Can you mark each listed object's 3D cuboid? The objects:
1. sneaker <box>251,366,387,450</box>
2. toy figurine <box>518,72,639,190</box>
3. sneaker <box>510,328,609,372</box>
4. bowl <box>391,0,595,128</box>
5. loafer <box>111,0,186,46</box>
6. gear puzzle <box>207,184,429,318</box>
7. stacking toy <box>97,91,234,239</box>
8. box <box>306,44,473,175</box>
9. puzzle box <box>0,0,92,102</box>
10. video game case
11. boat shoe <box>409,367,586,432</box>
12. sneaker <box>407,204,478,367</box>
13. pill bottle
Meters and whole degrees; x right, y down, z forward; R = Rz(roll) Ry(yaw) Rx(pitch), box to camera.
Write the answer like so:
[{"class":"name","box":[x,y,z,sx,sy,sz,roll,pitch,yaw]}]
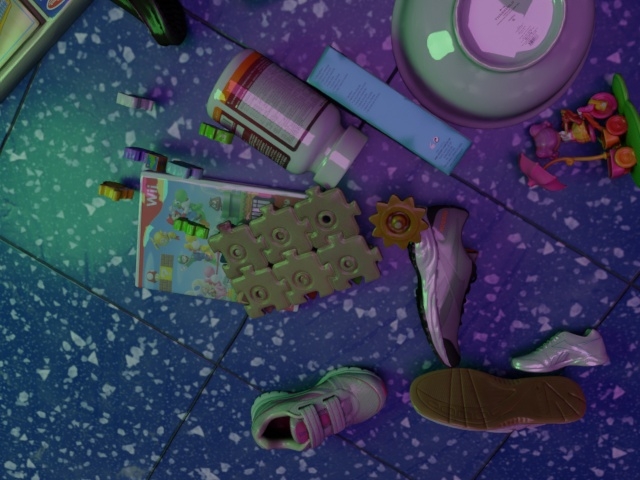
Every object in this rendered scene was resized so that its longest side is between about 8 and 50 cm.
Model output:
[{"class":"sneaker","box":[-0.006,0.298,0.971,0.253,0.111,0.102,-22,100,10]},{"class":"toy figurine","box":[0.369,-0.141,0.838,0.159,0.130,0.173,-12,80,18]},{"class":"sneaker","box":[0.386,0.180,0.939,0.152,0.054,0.061,-11,86,6]},{"class":"bowl","box":[0.245,-0.301,0.790,0.298,0.134,0.297,2,104,6]},{"class":"loafer","box":[-0.283,-0.379,0.860,0.078,0.080,0.220,-31,94,22]},{"class":"gear puzzle","box":[0.000,0.000,0.884,0.339,0.044,0.175,-20,109,20]},{"class":"stacking toy","box":[-0.238,-0.118,0.884,0.221,0.052,0.166,22,105,20]},{"class":"box","box":[0.102,-0.191,0.847,0.244,0.100,0.060,33,105,-2]},{"class":"puzzle box","box":[-0.572,-0.361,0.900,0.409,0.052,0.272,-41,97,13]},{"class":"video game case","box":[-0.164,0.001,0.961,0.286,0.025,0.203,8,104,4]},{"class":"boat shoe","box":[0.281,0.272,0.943,0.277,0.096,0.098,4,61,1]},{"class":"sneaker","box":[0.201,0.074,0.905,0.108,0.100,0.271,-9,102,3]},{"class":"pill bottle","box":[-0.047,-0.175,0.855,0.221,0.121,0.121,34,104,-3]}]
